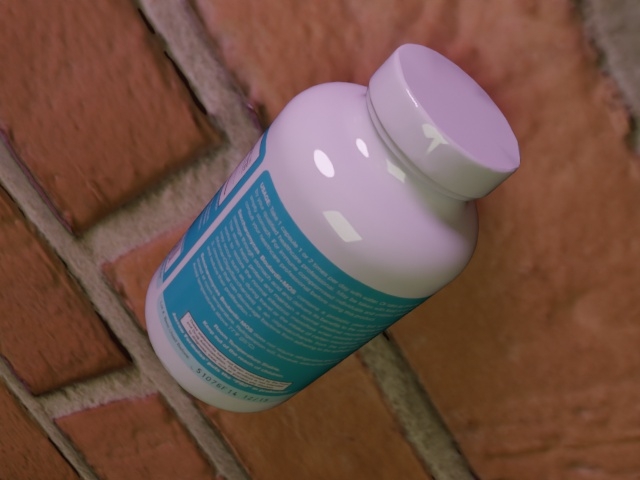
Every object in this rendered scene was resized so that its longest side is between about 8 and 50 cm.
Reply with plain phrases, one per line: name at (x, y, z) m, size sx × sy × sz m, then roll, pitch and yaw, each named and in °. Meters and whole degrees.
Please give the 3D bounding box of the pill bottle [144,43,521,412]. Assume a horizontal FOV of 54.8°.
pill bottle at (0.000, 0.000, 0.408) m, size 0.146 × 0.146 × 0.264 m, roll 44°, pitch 128°, yaw -3°
